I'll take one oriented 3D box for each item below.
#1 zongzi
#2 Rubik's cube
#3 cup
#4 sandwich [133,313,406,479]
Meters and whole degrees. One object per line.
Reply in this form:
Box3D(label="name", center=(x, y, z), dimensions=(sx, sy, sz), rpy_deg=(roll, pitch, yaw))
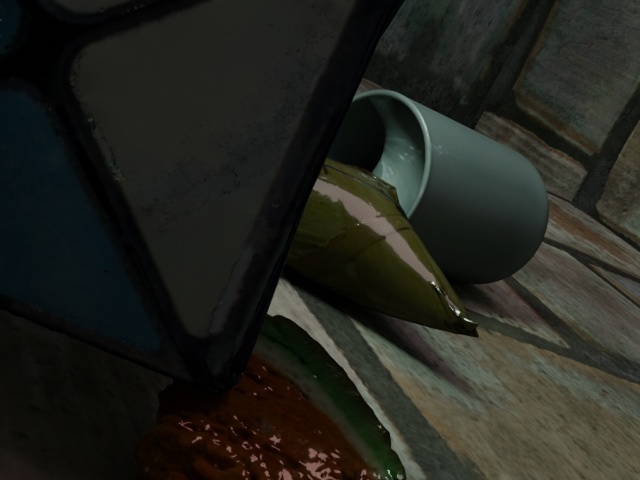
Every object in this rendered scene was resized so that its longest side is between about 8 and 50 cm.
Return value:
Box3D(label="zongzi", center=(0.000, 0.000, 1.150), dimensions=(0.260, 0.123, 0.289), rpy_deg=(16, 22, -27))
Box3D(label="Rubik's cube", center=(-0.116, -0.137, 0.651), dimensions=(0.306, 0.305, 0.310), rpy_deg=(25, 20, -7))
Box3D(label="cup", center=(0.152, -0.055, 1.462), dimensions=(0.312, 0.206, 0.205), rpy_deg=(17, 17, -45))
Box3D(label="sandwich", center=(-0.043, 0.130, 0.641), dimensions=(0.159, 0.109, 0.185), rpy_deg=(-5, 32, -35))
